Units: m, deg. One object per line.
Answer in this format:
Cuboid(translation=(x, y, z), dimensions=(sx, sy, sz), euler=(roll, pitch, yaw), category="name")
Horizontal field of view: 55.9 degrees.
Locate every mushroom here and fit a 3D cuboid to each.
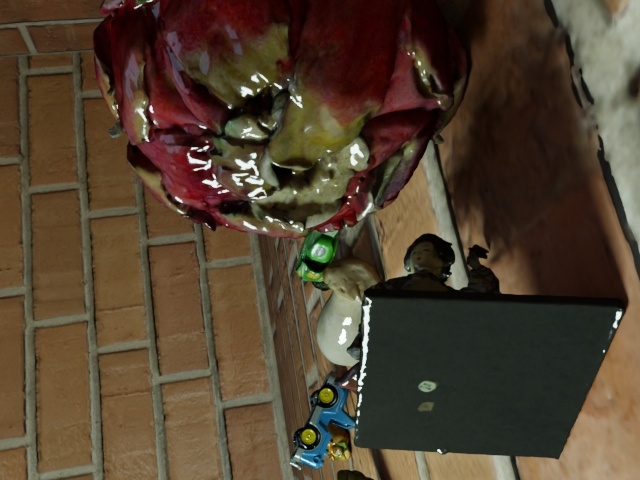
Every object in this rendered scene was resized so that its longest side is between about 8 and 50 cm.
Cuboid(translation=(0.043, 0.117, 0.906), dimensions=(0.213, 0.088, 0.097), euler=(102, 150, -44), category="mushroom")

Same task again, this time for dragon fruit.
Cuboid(translation=(-0.037, -0.161, 0.532), dimensions=(0.329, 0.329, 0.329), euler=(173, 90, -80), category="dragon fruit")

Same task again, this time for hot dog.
Cuboid(translation=(0.025, 0.427, 1.306), dimensions=(0.188, 0.055, 0.072), euler=(157, 105, -79), category="hot dog")

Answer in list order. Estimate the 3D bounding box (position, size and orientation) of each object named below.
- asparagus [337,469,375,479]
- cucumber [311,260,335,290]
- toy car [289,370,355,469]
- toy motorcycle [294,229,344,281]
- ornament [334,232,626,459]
Cuboid(translation=(0.085, 0.426, 0.921), dimensions=(0.287, 0.080, 0.080), euler=(-156, 59, -69), category="asparagus")
Cuboid(translation=(0.022, 0.066, 1.089), dimensions=(0.058, 0.052, 0.214), euler=(62, 169, -2), category="cucumber")
Cuboid(translation=(0.013, 0.360, 1.173), dimensions=(0.097, 0.100, 0.191), euler=(110, -176, -68), category="toy car")
Cuboid(translation=(0.000, 0.000, 1.012), dimensions=(0.106, 0.074, 0.190), euler=(-91, 21, -63), category="toy motorcycle")
Cuboid(translation=(0.097, 0.041, 0.471), dimensions=(0.196, 0.166, 0.153), euler=(-86, -2, -55), category="ornament")
